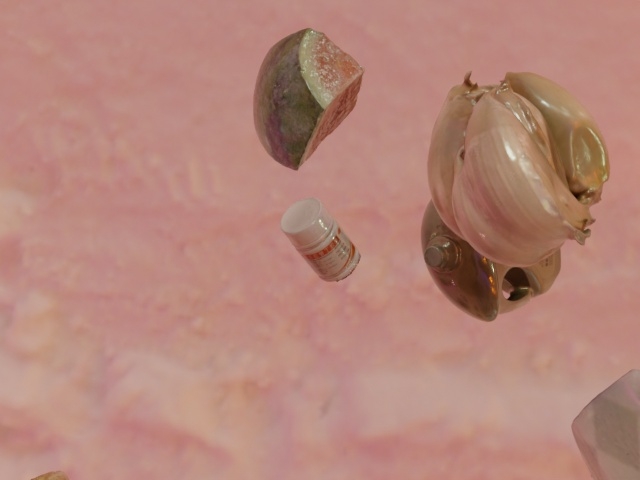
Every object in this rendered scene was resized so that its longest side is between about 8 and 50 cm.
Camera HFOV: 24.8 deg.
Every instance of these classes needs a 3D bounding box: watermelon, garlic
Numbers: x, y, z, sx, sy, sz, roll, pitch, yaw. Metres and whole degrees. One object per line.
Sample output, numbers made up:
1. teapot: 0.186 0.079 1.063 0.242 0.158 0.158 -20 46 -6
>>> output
1. watermelon: -0.007 -0.093 1.004 0.072 0.084 0.092 0 79 -11
2. garlic: 0.194 -0.084 1.565 0.185 0.281 0.203 -27 99 34

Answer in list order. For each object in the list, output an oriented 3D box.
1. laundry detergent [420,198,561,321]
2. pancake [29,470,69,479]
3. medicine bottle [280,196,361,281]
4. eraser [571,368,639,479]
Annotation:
1. laundry detergent: 0.201 0.006 1.786 0.091 0.253 0.181 -13 91 35
2. pancake: -0.268 0.239 1.188 0.158 0.158 0.028 -42 73 19
3. medicine bottle: 0.000 0.000 1.645 0.057 0.057 0.089 -28 126 14
4. eraser: 0.345 0.316 1.216 0.082 0.396 0.213 -30 145 3
